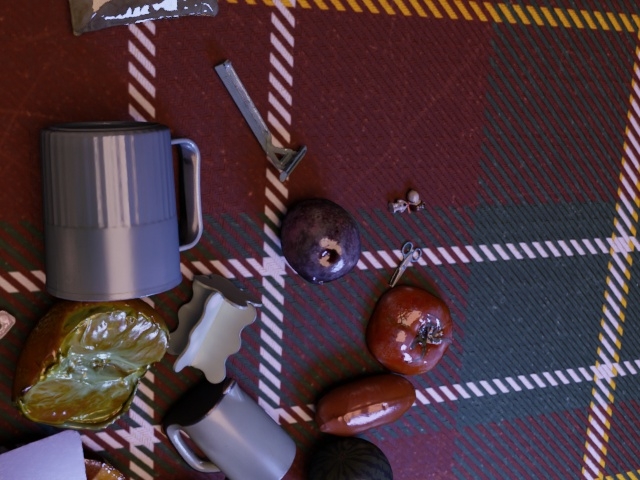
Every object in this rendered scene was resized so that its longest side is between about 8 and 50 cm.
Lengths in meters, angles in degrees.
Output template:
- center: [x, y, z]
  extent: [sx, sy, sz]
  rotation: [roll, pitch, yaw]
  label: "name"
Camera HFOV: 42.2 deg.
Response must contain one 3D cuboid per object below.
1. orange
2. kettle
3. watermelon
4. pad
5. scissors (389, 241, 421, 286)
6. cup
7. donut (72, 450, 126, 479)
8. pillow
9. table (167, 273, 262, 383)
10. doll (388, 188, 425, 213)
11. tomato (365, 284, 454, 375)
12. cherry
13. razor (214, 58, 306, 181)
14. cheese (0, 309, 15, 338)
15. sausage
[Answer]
- center: [-0.463, 0.234, 1.665]
  extent: [0.262, 0.196, 0.334]
  rotation: [23, 102, -33]
  label: "orange"
- center: [-0.216, 0.443, 1.864]
  extent: [0.240, 0.165, 0.255]
  rotation: [-32, 116, 17]
  label: "kettle"
- center: [0.073, 0.578, 1.990]
  extent: [0.212, 0.212, 0.212]
  rotation: [-6, 105, -23]
  label: "watermelon"
- center: [-0.584, 0.490, 1.635]
  extent: [0.266, 0.002, 0.176]
  rotation: [-14, 103, -44]
  label: "pad"
- center: [0.203, 0.062, 2.028]
  extent: [0.058, 0.014, 0.119]
  rotation: [33, 85, -26]
  label: "scissors"
- center: [-0.371, -0.070, 1.603]
  extent: [0.331, 0.257, 0.311]
  rotation: [-6, 104, -21]
  label: "cup"
- center: [-0.505, 0.523, 1.785]
  extent: [0.141, 0.085, 0.217]
  rotation: [-49, 117, -7]
  label: "donut"
- center: [-0.343, -0.509, 1.607]
  extent: [0.302, 0.075, 0.185]
  rotation: [-14, 110, -20]
  label: "pillow"
- center: [-0.241, 0.191, 1.789]
  extent: [0.166, 0.166, 0.198]
  rotation: [23, 100, -27]
  label: "table"
- center: [0.208, -0.084, 1.982]
  extent: [0.085, 0.040, 0.058]
  rotation: [-35, 102, -18]
  label: "doll"
- center: [0.231, 0.225, 2.038]
  extent: [0.236, 0.095, 0.237]
  rotation: [-6, 105, -24]
  label: "tomato"
- center: [0.002, 0.002, 1.829]
  extent: [0.195, 0.195, 0.195]
  rotation: [-6, 105, -23]
  label: "cherry"
- center: [-0.139, -0.262, 1.778]
  extent: [0.278, 0.056, 0.111]
  rotation: [53, 42, -19]
  label: "razor"
- center: [-0.698, 0.248, 1.648]
  extent: [0.127, 0.050, 0.255]
  rotation: [43, 84, -26]
  label: "cheese"
- center: [0.109, 0.394, 2.004]
  extent: [0.258, 0.133, 0.133]
  rotation: [-12, 107, -19]
  label: "sausage"
